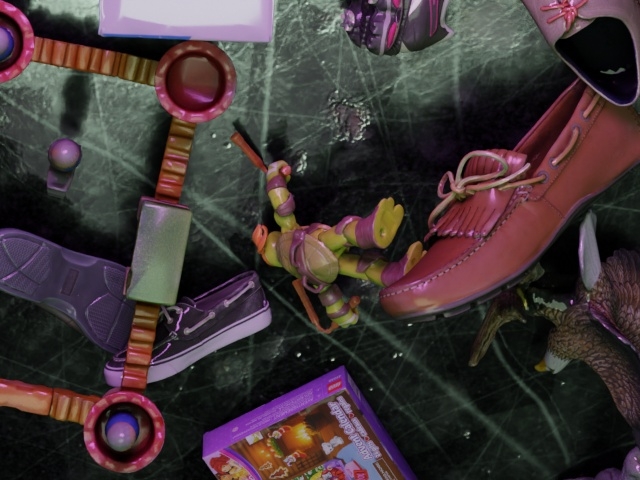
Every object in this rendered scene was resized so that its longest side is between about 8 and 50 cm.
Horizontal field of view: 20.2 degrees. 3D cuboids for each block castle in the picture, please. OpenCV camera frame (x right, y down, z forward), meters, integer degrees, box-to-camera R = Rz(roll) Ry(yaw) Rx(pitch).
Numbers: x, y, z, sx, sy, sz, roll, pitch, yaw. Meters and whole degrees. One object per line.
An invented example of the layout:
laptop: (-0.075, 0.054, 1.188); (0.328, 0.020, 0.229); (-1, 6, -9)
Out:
block castle: (-0.276, -0.007, 1.871); (0.303, 0.213, 0.453); (12, 93, -8)

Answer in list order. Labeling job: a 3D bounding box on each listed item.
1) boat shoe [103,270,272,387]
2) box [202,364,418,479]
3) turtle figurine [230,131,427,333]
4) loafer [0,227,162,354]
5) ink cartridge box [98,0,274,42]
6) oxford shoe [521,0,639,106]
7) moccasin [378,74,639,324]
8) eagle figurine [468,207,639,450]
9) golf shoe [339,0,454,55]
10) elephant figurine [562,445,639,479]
boat shoe: (-0.158, 0.099, 2.060); (0.219, 0.077, 0.070); (-26, 112, -29)
box: (0.012, 0.317, 2.225); (0.201, 0.057, 0.293); (-27, 116, 12)
turtle figurine: (0.000, 0.000, 1.988); (0.217, 0.087, 0.270); (-2, 118, 42)
loafer: (-0.283, 0.054, 2.068); (0.267, 0.084, 0.096); (31, 84, -31)
ink cartridge box: (-0.129, -0.315, 1.788); (0.171, 0.233, 0.168); (1, 115, -3)
oxford shoe: (0.251, -0.282, 1.848); (0.123, 0.130, 0.348); (-30, 126, 24)
moccasin: (0.200, -0.049, 1.924); (0.380, 0.139, 0.147); (-40, 103, -19)
eagle figurine: (0.328, 0.115, 2.058); (0.298, 0.225, 0.226); (29, 84, -6)
golf shoe: (0.100, -0.327, 1.886); (0.120, 0.105, 0.273); (-4, 120, -26)
elephant figurine: (0.363, 0.354, 2.220); (0.169, 0.186, 0.239); (7, 93, -45)
